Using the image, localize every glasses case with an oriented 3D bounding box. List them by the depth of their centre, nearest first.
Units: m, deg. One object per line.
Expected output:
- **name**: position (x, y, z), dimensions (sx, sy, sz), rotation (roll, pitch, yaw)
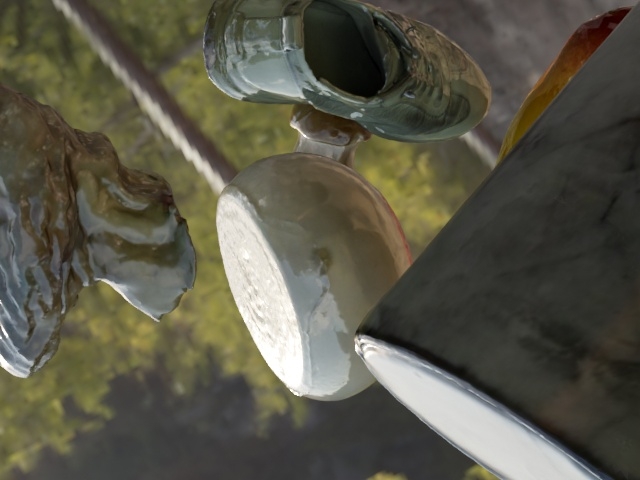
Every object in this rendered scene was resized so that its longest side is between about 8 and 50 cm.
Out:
- **glasses case**: position (0.143, -0.050, 0.476), dimensions (0.114, 0.299, 0.060), rotation (29, 159, 33)

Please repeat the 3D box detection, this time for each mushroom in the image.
- **mushroom**: position (0.000, 0.000, 1.885), dimensions (0.128, 0.128, 0.350), rotation (-144, 56, -61)

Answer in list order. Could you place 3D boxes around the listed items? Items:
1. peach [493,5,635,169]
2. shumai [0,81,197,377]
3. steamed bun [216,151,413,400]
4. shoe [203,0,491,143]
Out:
- **peach**: position (0.281, -0.029, 1.329), dimensions (0.289, 0.289, 0.308), rotation (44, 123, 52)
- **shumai**: position (-0.173, -0.013, 1.102), dimensions (0.161, 0.153, 0.209), rotation (-134, 37, -61)
- **steamed bun**: position (0.008, 0.025, 1.484), dimensions (0.232, 0.145, 0.232), rotation (56, 158, 36)
- **shoe**: position (0.041, -0.136, 1.267), dimensions (0.098, 0.275, 0.103), rotation (1, 87, 50)
